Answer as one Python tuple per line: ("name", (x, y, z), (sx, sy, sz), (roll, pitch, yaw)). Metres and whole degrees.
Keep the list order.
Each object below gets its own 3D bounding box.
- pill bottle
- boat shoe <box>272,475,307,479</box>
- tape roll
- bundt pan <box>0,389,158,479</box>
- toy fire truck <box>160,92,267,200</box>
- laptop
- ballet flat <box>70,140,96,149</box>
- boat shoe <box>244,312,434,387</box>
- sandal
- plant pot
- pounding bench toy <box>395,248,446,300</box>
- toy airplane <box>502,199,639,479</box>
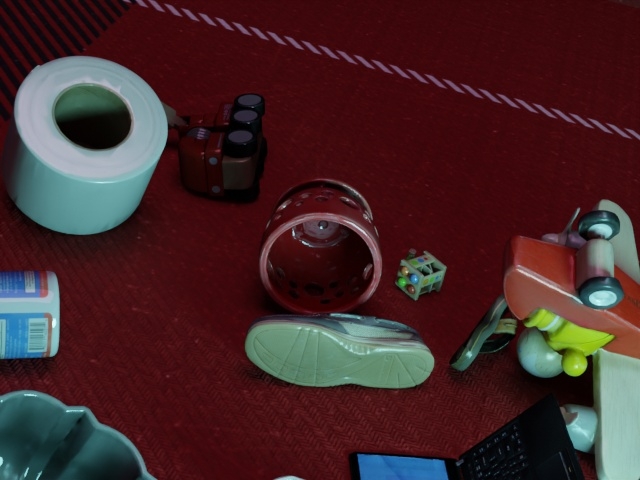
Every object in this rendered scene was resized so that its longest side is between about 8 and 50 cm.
("pill bottle", (-0.477, 0.104, 1.622), (0.222, 0.124, 0.124), (0, 35, -17))
("boat shoe", (0.081, 0.373, 1.339), (0.367, 0.156, 0.136), (29, 60, 26))
("tape roll", (-0.386, -0.154, 1.909), (0.246, 0.169, 0.246), (11, 58, -18))
("bundt pan", (-0.327, 0.332, 1.269), (0.331, 0.124, 0.330), (23, 41, -22))
("toy fire truck", (-0.228, -0.190, 2.125), (0.247, 0.158, 0.217), (0, 34, 4))
("laptop", (0.187, 0.315, 1.503), (0.136, 0.264, 0.234), (39, 24, -28))
("ballet flat", (-0.419, -0.174, 2.072), (0.087, 0.083, 0.247), (-9, 32, 8))
("boat shoe", (0.025, 0.153, 1.732), (0.285, 0.102, 0.092), (7, 29, -14))
("sandal", (0.272, 0.143, 1.833), (0.060, 0.090, 0.219), (38, 37, 8))
("plant pot", (0.000, 0.000, 1.862), (0.191, 0.191, 0.174), (9, 31, -5))
("pounding bench toy", (0.154, 0.051, 1.956), (0.065, 0.052, 0.083), (-17, 43, -36))
("toy airplane", (0.427, 0.141, 1.768), (0.386, 0.272, 0.384), (-21, 83, -51))
